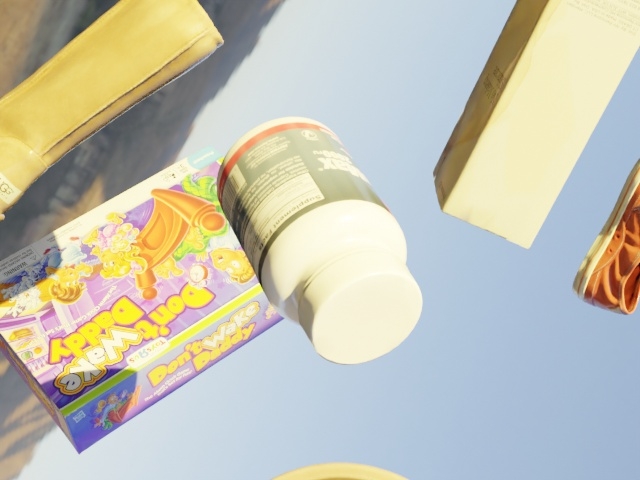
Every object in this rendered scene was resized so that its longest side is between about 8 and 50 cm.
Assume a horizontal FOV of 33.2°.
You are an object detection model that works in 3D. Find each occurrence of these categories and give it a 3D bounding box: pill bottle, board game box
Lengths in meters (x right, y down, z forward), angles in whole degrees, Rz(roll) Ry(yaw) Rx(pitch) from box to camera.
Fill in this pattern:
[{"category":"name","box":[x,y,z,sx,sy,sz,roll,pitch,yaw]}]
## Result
[{"category":"pill bottle","box":[0.000,0.000,0.770,0.108,0.108,0.180,-56,-141,22]},{"category":"board game box","box":[-0.197,0.054,1.241,0.347,0.233,0.078,-33,145,-24]}]

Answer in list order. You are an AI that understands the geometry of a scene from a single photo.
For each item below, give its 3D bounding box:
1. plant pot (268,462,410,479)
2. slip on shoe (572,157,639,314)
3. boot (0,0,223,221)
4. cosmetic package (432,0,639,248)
[{"category":"plant pot","box":[0.019,0.282,0.784,0.229,0.263,0.263,94,19,-68]},{"category":"slip on shoe","box":[0.494,-0.034,1.595,0.123,0.101,0.331,-4,123,-53]},{"category":"boot","box":[-0.241,-0.146,0.987,0.269,0.089,0.236,-41,-134,-4]},{"category":"cosmetic package","box":[0.242,-0.167,1.183,0.160,0.113,0.309,-86,-159,-71]}]
